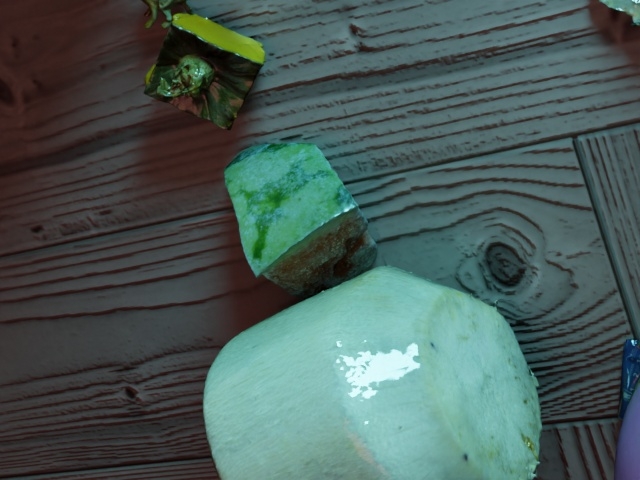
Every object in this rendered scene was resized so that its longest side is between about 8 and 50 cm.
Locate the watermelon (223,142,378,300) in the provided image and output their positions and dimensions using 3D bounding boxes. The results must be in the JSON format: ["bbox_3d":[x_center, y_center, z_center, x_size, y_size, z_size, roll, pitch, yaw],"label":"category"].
[{"bbox_3d":[-0.003,0.003,0.997,0.098,0.121,0.158,-23,112,9],"label":"watermelon"}]

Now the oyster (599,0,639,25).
[{"bbox_3d":[0.266,-0.178,0.817,0.200,0.061,0.106,24,143,12],"label":"oyster"}]

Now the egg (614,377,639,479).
[{"bbox_3d":[0.311,0.144,0.882,0.196,0.196,0.271,30,116,6],"label":"egg"}]

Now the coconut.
[{"bbox_3d":[0.032,0.149,0.980,0.247,0.245,0.245,-24,106,32],"label":"coconut"}]

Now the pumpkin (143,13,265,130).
[{"bbox_3d":[-0.092,-0.132,0.979,0.083,0.054,0.074,24,130,-5],"label":"pumpkin"}]

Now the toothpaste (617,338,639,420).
[{"bbox_3d":[0.251,0.116,1.002,0.027,0.019,0.083,20,122,33],"label":"toothpaste"}]

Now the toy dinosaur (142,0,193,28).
[{"bbox_3d":[-0.114,-0.186,0.982,0.113,0.026,0.041,11,126,13],"label":"toy dinosaur"}]
